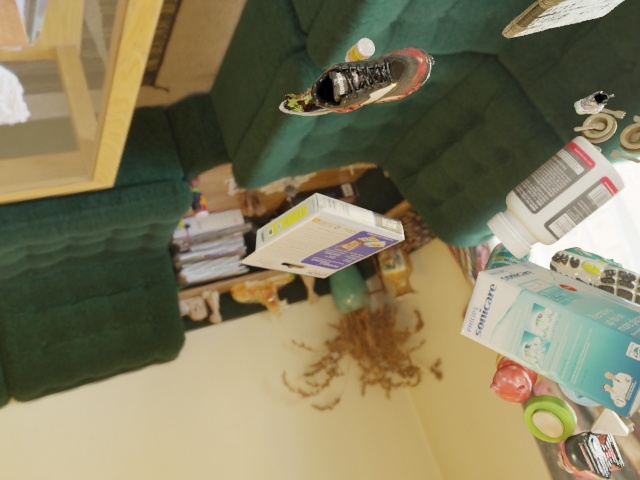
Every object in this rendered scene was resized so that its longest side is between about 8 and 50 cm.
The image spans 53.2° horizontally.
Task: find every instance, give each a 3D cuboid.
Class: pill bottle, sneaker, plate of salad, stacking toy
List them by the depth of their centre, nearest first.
[{"bbox_3d":[0.095,-0.331,1.328,0.276,0.097,0.135,-9,-174,33],"label":"sneaker"},{"bbox_3d":[0.595,-0.296,1.357,0.098,0.038,0.069,-20,176,-36],"label":"sneaker"},{"bbox_3d":[0.663,0.081,1.448,0.110,0.275,0.107,-22,129,-36],"label":"sneaker"},{"bbox_3d":[0.089,-0.435,1.488,0.043,0.043,0.083,-13,177,-25],"label":"pill bottle"},{"bbox_3d":[0.592,0.400,1.572,0.309,0.279,0.130,-15,-168,35],"label":"stacking toy"},{"bbox_3d":[-0.005,-0.354,1.581,0.200,0.048,0.199,-7,-151,4],"label":"plate of salad"},{"bbox_3d":[0.656,0.557,1.609,0.136,0.115,0.314,-30,149,29],"label":"sneaker"},{"bbox_3d":[0.594,-0.100,1.638,0.318,0.176,0.176,-42,161,17],"label":"pill bottle"},{"bbox_3d":[0.575,0.130,1.996,0.146,0.146,0.264,-33,-164,47],"label":"pill bottle"}]

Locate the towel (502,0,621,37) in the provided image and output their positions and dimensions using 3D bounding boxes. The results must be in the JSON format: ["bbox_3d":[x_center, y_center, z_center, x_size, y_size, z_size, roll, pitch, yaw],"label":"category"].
[{"bbox_3d":[0.702,-0.653,1.731,0.325,0.056,0.312,-15,179,-9],"label":"towel"}]

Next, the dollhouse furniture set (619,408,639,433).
[{"bbox_3d":[0.988,0.379,1.993,0.356,0.173,0.303,-33,-161,5],"label":"dollhouse furniture set"}]

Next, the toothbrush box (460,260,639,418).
[{"bbox_3d":[0.426,0.150,1.083,0.296,0.126,0.216,25,-161,38],"label":"toothbrush box"}]

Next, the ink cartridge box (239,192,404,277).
[{"bbox_3d":[0.000,0.000,1.628,0.304,0.072,0.307,14,151,-42],"label":"ink cartridge box"}]

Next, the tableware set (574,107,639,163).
[{"bbox_3d":[0.758,-0.281,1.635,0.039,0.194,0.128,36,86,-45],"label":"tableware set"}]
